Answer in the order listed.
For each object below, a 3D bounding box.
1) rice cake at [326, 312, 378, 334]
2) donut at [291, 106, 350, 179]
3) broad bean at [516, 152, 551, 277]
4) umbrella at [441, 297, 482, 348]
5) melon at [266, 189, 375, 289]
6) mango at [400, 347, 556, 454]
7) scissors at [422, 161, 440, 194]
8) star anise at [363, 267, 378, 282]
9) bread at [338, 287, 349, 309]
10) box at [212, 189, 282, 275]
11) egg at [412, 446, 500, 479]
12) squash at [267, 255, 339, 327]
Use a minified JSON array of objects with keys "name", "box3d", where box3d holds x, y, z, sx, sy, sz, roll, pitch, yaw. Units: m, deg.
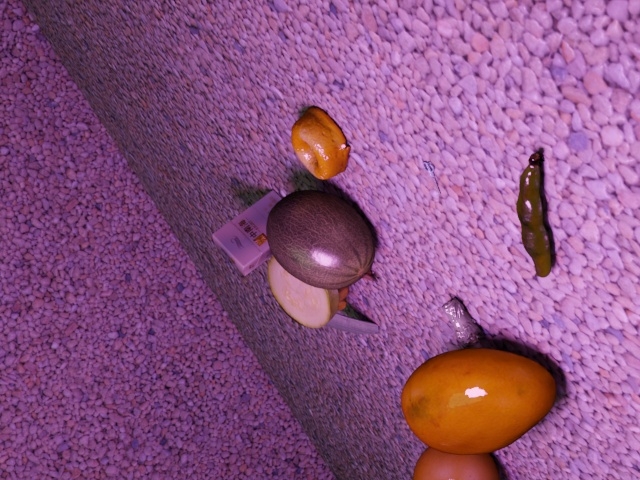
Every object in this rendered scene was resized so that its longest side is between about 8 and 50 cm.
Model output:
[{"name":"rice cake","box3d":[0.057,0.246,2.436,0.237,0.043,0.127,20,168,-25]},{"name":"donut","box3d":[-0.009,-0.231,1.972,0.174,0.074,0.190,49,159,9]},{"name":"broad bean","box3d":[0.394,-0.045,1.484,0.060,0.043,0.298,19,140,39]},{"name":"umbrella","box3d":[0.348,0.206,1.933,0.144,0.062,0.067,61,-165,7]},{"name":"melon","box3d":[0.000,0.000,2.081,0.301,0.237,0.237,35,153,27]},{"name":"mango","box3d":[0.370,0.377,1.891,0.300,0.232,0.445,25,152,-16]},{"name":"scissors","box3d":[0.241,-0.133,1.708,0.036,0.006,0.083,20,141,57]},{"name":"star anise","box3d":[0.093,0.062,2.226,0.129,0.056,0.124,12,134,37]},{"name":"bread","box3d":[-0.011,0.068,2.361,0.172,0.121,0.311,19,142,40]},{"name":"box","box3d":[-0.185,-0.024,2.410,0.155,0.243,0.067,42,158,23]},{"name":"egg","box3d":[0.395,0.709,2.343,0.250,0.250,0.322,46,165,17]},{"name":"squash","box3d":[-0.051,0.137,2.284,0.252,0.049,0.252,26,133,32]}]
